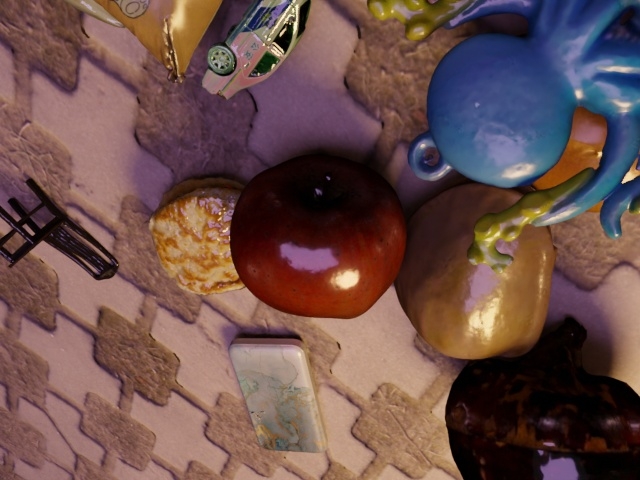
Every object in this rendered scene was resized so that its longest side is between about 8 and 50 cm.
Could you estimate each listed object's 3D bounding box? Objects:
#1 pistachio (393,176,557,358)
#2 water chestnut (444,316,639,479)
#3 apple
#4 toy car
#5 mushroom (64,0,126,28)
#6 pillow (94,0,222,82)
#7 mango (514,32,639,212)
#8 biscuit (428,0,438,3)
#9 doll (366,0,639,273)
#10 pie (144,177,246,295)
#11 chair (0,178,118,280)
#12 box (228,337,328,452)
[{"bbox_3d":[0.190,0.031,0.736,0.212,0.163,0.261,14,122,22],"label":"pistachio"},{"bbox_3d":[0.320,0.247,0.803,0.299,0.300,0.300,8,124,12],"label":"water chestnut"},{"bbox_3d":[0.002,0.000,0.742,0.233,0.234,0.234,8,124,12],"label":"apple"},{"bbox_3d":[-0.054,-0.255,0.662,0.076,0.090,0.224,40,124,-15],"label":"toy car"},{"bbox_3d":[-0.341,-0.358,0.686,0.312,0.081,0.100,28,127,-5],"label":"mushroom"},{"bbox_3d":[-0.184,-0.381,0.584,0.310,0.119,0.312,40,108,-8],"label":"pillow"},{"bbox_3d":[0.275,-0.126,0.622,0.236,0.136,0.166,42,132,0],"label":"mango"},{"bbox_3d":[0.225,-0.365,0.528,0.351,0.057,0.312,7,125,12],"label":"biscuit"},{"bbox_3d":[0.216,-0.175,0.527,0.341,0.099,0.346,-35,88,14],"label":"doll"},{"bbox_3d":[-0.160,-0.007,0.860,0.205,0.084,0.179,-17,119,23],"label":"pie"},{"bbox_3d":[-0.450,0.013,0.949,0.084,0.101,0.212,-31,109,31],"label":"chair"},{"bbox_3d":[-0.074,0.294,1.061,0.142,0.044,0.285,-3,122,13],"label":"box"}]
